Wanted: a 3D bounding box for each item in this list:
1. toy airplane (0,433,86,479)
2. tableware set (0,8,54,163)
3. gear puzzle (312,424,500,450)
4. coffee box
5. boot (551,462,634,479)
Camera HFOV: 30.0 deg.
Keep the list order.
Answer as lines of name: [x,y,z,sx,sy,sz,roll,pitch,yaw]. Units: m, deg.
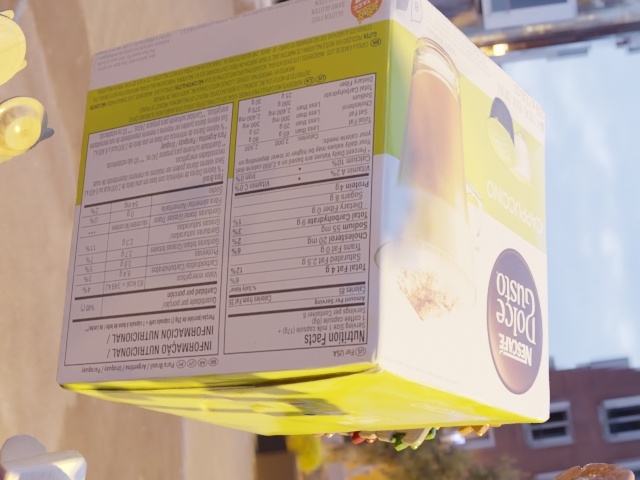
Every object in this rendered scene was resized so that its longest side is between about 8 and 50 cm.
toy airplane: [-0.376,0.275,1.024,0.272,0.384,0.386,-61,-178,4]
tableware set: [-0.285,-0.098,0.948,0.020,0.141,0.168,42,-24,38]
gear puzzle: [0.124,0.195,1.512,0.044,0.339,0.175,50,60,-26]
coffee box: [0.000,0.000,1.136,0.338,0.338,0.334,25,62,-54]
boot: [0.350,0.365,1.486,0.220,0.283,0.109,-34,100,-43]
